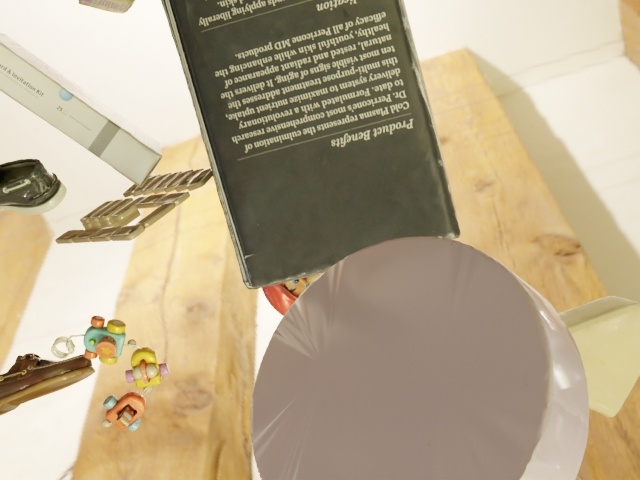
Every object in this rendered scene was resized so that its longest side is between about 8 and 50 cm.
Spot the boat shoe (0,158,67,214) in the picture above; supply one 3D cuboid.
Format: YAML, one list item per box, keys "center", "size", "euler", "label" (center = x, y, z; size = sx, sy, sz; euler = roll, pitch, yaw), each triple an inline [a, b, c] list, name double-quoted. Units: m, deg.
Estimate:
- center: [-0.631, -0.107, 1.749]
  size: [0.303, 0.091, 0.114]
  euler: [-6, -134, 21]
  label: "boat shoe"

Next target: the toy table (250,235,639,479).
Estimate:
- center: [0.083, 0.115, 0.514]
  size: [0.252, 0.161, 0.274]
  euler: [-53, -156, 5]
  label: "toy table"

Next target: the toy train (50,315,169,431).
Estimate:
- center: [-0.275, 0.181, 1.203]
  size: [0.125, 0.166, 0.046]
  euler: [-36, -160, 4]
  label: "toy train"

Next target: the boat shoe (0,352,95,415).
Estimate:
- center: [-0.439, 0.204, 1.344]
  size: [0.207, 0.073, 0.073]
  euler: [-21, 165, 1]
  label: "boat shoe"

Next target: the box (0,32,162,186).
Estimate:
- center: [-0.236, -0.126, 0.855]
  size: [0.038, 0.186, 0.145]
  euler: [-55, -165, 3]
  label: "box"

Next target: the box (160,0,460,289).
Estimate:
- center: [0.000, -0.225, 1.328]
  size: [0.298, 0.471, 0.480]
  euler: [-13, -172, 8]
  label: "box"

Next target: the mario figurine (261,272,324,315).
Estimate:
- center: [0.000, 0.000, 1.706]
  size: [0.198, 0.320, 0.170]
  euler: [22, -175, -1]
  label: "mario figurine"

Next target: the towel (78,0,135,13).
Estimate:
- center: [-0.240, -0.273, 1.019]
  size: [0.060, 0.009, 0.083]
  euler: [10, 175, -19]
  label: "towel"

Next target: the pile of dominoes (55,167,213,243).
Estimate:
- center: [-0.265, -0.040, 1.348]
  size: [0.251, 0.040, 0.196]
  euler: [-1, -148, 50]
  label: "pile of dominoes"
